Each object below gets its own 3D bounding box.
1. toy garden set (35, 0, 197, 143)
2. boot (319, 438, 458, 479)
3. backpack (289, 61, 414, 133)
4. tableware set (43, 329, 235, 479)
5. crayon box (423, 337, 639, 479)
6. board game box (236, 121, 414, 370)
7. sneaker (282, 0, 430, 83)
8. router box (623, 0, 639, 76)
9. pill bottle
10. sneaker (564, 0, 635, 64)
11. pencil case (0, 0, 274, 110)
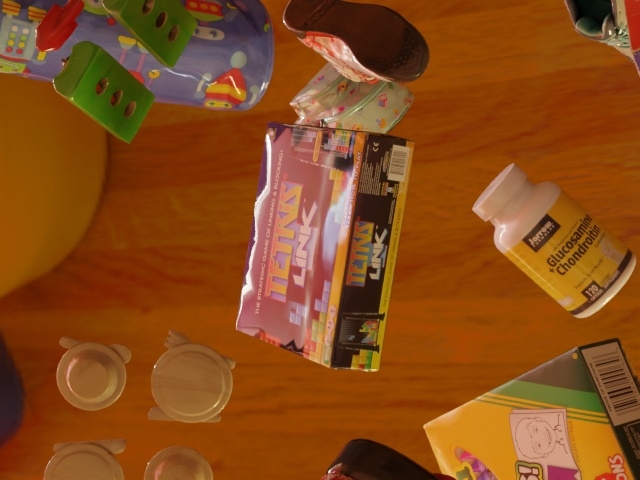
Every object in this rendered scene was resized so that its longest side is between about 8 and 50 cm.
[{"bbox_3d":[-0.134,-0.214,0.886,0.049,0.204,0.244,27,85,18],"label":"toy garden set"},{"bbox_3d":[0.069,0.230,0.692,0.244,0.176,0.088,47,139,8],"label":"boot"},{"bbox_3d":[0.055,-0.232,2.095,0.188,0.166,0.144,4,133,50],"label":"backpack"},{"bbox_3d":[-0.146,0.151,0.992,0.141,0.020,0.169,8,95,-4],"label":"tableware set"},{"bbox_3d":[0.332,0.358,1.666,0.313,0.106,0.363,-37,68,43],"label":"crayon box"},{"bbox_3d":[0.000,0.000,0.934,0.141,0.048,0.170,13,95,55],"label":"board game box"},{"bbox_3d":[0.079,-0.267,1.744,0.270,0.145,0.090,30,90,40],"label":"sneaker"},{"bbox_3d":[0.330,-0.101,1.001,0.082,0.301,0.335,-18,123,21],"label":"router box"},{"bbox_3d":[0.270,-0.003,1.456,0.184,0.103,0.103,41,117,-2],"label":"pill bottle"},{"bbox_3d":[0.380,-0.299,1.649,0.110,0.283,0.122,-10,52,40],"label":"sneaker"},{"bbox_3d":[-0.192,-0.207,1.191,0.119,0.306,0.133,-33,55,59],"label":"pencil case"}]
